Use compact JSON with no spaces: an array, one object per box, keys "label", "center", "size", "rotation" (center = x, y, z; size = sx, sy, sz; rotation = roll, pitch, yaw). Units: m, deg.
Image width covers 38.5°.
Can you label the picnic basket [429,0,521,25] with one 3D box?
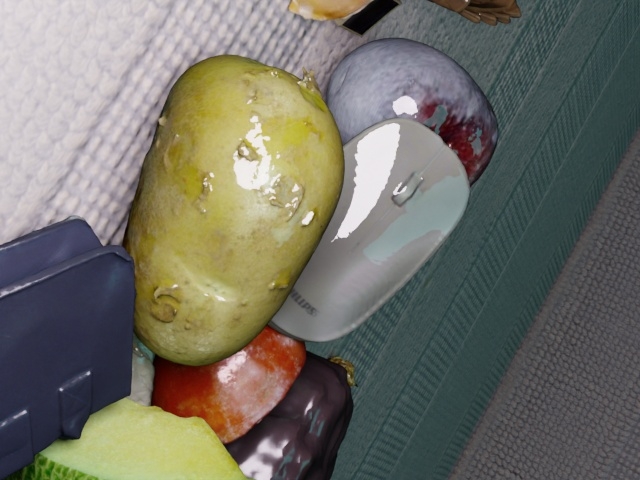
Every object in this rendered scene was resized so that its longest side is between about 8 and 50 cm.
[{"label":"picnic basket","center":[0.264,-0.448,1.271],"size":[0.254,0.321,0.291],"rotation":[-18,128,-52]}]

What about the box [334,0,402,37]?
[{"label":"box","center":[0.062,-0.329,1.281],"size":[0.079,0.035,0.083],"rotation":[-36,164,23]}]

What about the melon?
[{"label":"melon","center":[-0.230,0.349,1.144],"size":[0.226,0.331,0.344],"rotation":[-80,176,-58]}]

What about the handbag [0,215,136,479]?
[{"label":"handbag","center":[-0.340,0.141,0.917],"size":[0.325,0.118,0.269],"rotation":[-25,135,-41]}]

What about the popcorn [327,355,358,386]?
[{"label":"popcorn","center":[0.043,0.276,1.820],"size":[0.084,0.084,0.084],"rotation":[-43,148,-35]}]

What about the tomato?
[{"label":"tomato","center":[-0.142,0.164,1.248],"size":[0.233,0.200,0.140],"rotation":[-47,121,-23]}]

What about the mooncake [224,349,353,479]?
[{"label":"mooncake","center":[-0.088,0.338,1.450],"size":[0.351,0.212,0.381],"rotation":[-67,166,-2]}]

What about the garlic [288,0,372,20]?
[{"label":"garlic","center":[0.003,-0.365,1.096],"size":[0.164,0.145,0.245],"rotation":[-32,152,7]}]

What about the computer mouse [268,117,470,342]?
[{"label":"computer mouse","center":[0.044,-0.007,1.177],"size":[0.331,0.197,0.095],"rotation":[-46,-164,10]}]

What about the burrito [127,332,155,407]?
[{"label":"burrito","center":[-0.270,0.238,1.211],"size":[0.082,0.059,0.275],"rotation":[-1,121,-27]}]

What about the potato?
[{"label":"potato","center":[-0.104,-0.028,1.036],"size":[0.270,0.219,0.359],"rotation":[-166,-85,-77]}]

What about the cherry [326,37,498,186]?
[{"label":"cherry","center":[0.125,-0.170,1.313],"size":[0.255,0.296,0.218],"rotation":[18,114,-39]}]
